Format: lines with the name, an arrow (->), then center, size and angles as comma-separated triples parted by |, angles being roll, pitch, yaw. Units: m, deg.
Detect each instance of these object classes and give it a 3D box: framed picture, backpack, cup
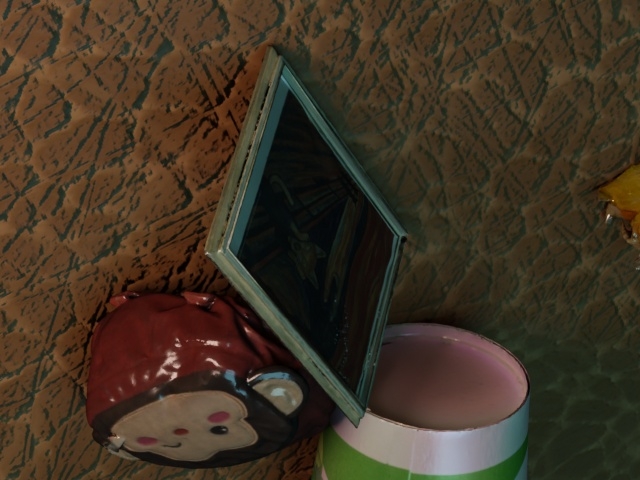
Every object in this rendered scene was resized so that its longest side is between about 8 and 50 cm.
framed picture -> 0.000, 0.000, 1.395 | 0.016, 0.216, 0.273 | -6, 143, 29
backpack -> -0.088, 0.125, 1.460 | 0.229, 0.139, 0.229 | -1, 153, 0
cup -> 0.097, 0.241, 1.598 | 0.253, 0.253, 0.274 | -8, 122, -21

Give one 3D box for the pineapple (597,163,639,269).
pineapple -> 0.393, -0.045, 1.618 | 0.236, 0.114, 0.186 | -7, 128, -34
